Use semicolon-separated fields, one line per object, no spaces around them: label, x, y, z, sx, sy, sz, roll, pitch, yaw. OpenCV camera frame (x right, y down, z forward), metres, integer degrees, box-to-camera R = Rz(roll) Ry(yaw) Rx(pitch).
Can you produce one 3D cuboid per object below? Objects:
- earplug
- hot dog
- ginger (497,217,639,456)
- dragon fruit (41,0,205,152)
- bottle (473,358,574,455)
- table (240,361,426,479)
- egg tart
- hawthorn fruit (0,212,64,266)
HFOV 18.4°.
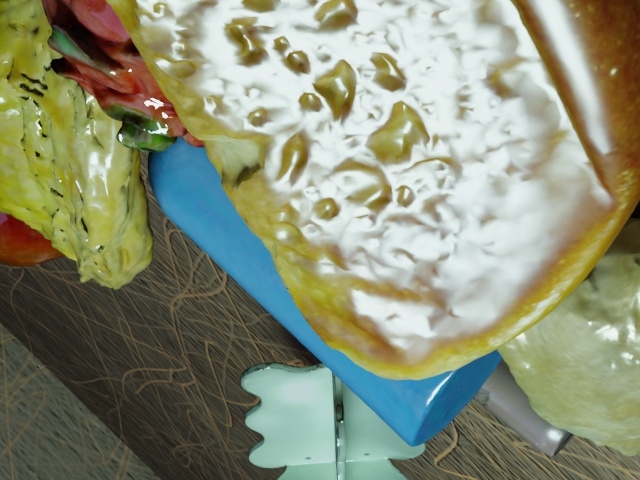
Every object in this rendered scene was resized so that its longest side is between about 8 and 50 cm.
earplug;0.000;0.000;1.305;0.273;0.132;0.132;39;163;14
hot dog;0.037;-0.126;0.874;0.223;0.185;0.405;-15;130;21
ginger;0.198;0.064;1.174;0.123;0.115;0.193;10;149;46
dragon fruit;-0.066;-0.171;1.070;0.192;0.193;0.274;36;129;36
bottle;0.137;0.104;1.505;0.140;0.053;0.053;39;163;16
table;0.014;0.154;1.762;0.166;0.166;0.198;37;155;22
egg tart;-0.190;-0.127;1.311;0.341;0.129;0.341;171;90;-85
hawthorn fruit;-0.260;-0.073;1.719;0.205;0.205;0.253;46;174;-9
